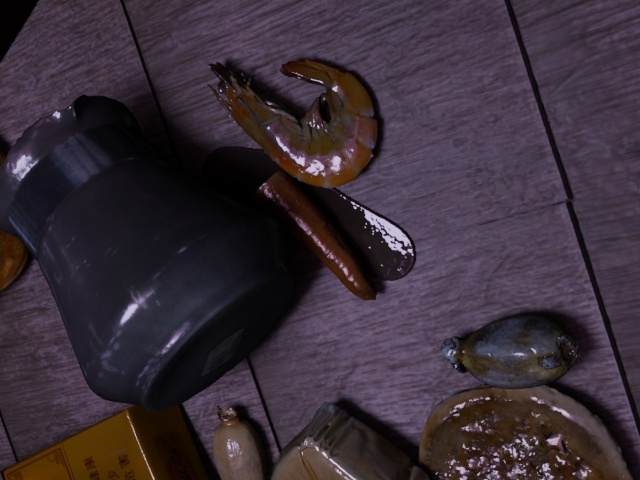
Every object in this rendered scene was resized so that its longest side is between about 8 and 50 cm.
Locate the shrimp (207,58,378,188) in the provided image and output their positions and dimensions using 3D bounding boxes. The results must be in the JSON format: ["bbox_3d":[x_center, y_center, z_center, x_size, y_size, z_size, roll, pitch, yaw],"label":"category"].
[{"bbox_3d":[-0.038,-0.167,1.071,0.249,0.068,0.150,29,99,10],"label":"shrimp"}]

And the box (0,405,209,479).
[{"bbox_3d":[-0.355,0.430,1.289,0.415,0.116,0.264,-30,81,27],"label":"box"}]

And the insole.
[{"bbox_3d":[-0.021,-0.040,1.119,0.328,0.007,0.111,27,112,16],"label":"insole"}]

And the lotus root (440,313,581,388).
[{"bbox_3d":[0.229,0.136,1.008,0.165,0.088,0.088,-9,97,29],"label":"lotus root"}]

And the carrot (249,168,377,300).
[{"bbox_3d":[0.000,0.000,1.086,0.209,0.061,0.061,46,115,4],"label":"carrot"}]

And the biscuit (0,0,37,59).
[{"bbox_3d":[-0.462,-0.355,1.188,0.070,0.106,0.252,46,115,7],"label":"biscuit"}]

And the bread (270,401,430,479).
[{"bbox_3d":[0.040,0.344,1.113,0.210,0.110,0.192,33,122,19],"label":"bread"}]

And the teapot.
[{"bbox_3d":[-0.245,0.027,1.106,0.362,0.306,0.376,46,144,18],"label":"teapot"}]

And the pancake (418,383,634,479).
[{"bbox_3d":[0.255,0.302,1.051,0.283,0.049,0.282,6,104,26],"label":"pancake"}]

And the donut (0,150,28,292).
[{"bbox_3d":[-0.602,-0.024,1.302,0.299,0.150,0.317,16,107,23],"label":"donut"}]

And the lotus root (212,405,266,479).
[{"bbox_3d":[-0.117,0.308,1.206,0.073,0.062,0.150,-11,98,25],"label":"lotus root"}]
